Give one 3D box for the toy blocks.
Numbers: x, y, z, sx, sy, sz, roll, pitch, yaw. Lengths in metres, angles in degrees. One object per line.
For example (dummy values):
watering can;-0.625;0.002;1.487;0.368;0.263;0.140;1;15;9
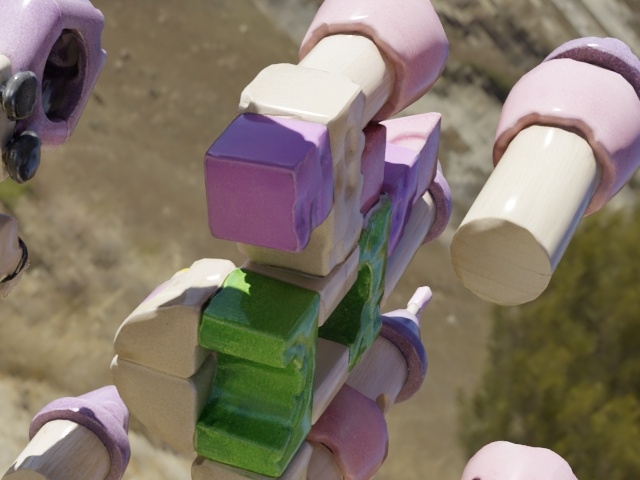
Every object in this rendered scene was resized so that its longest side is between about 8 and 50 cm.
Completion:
toy blocks;0.000;0.000;0.888;0.309;0.288;0.260;15;36;16
